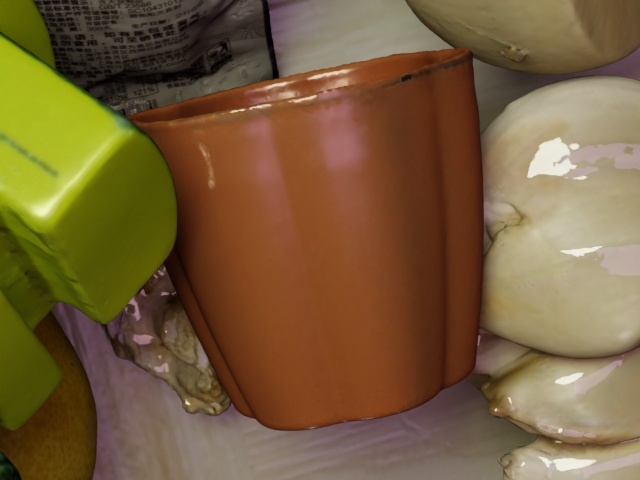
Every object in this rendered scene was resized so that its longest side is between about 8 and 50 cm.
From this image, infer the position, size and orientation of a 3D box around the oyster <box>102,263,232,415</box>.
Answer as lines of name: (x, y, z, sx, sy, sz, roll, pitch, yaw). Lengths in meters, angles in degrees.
oyster: (-0.052, 0.022, 0.908, 0.191, 0.081, 0.163, 6, 99, -12)

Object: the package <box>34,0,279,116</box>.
package: (-0.095, -0.113, 0.820, 0.154, 0.239, 0.030, -17, 68, -8)

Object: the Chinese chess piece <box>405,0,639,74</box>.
Chinese chess piece: (0.128, -0.223, 0.827, 0.102, 0.273, 0.273, 12, 97, 29)

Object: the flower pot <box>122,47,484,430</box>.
flower pot: (0.000, 0.000, 0.811, 0.190, 0.190, 0.173, -12, 98, -10)

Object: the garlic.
garlic: (0.156, 0.038, 0.911, 0.203, 0.185, 0.281, -19, 122, 0)

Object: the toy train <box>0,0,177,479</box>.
toy train: (-0.267, -0.046, 0.694, 0.442, 0.179, 0.272, 35, 75, 16)

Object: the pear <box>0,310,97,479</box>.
pear: (-0.216, 0.111, 0.829, 0.209, 0.209, 0.209, -2, 98, -11)
